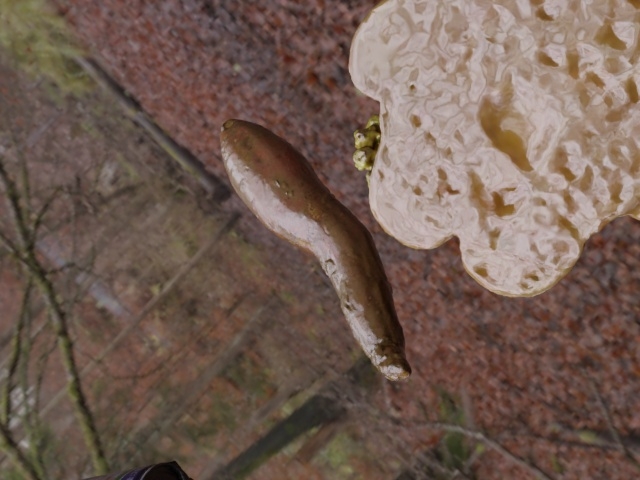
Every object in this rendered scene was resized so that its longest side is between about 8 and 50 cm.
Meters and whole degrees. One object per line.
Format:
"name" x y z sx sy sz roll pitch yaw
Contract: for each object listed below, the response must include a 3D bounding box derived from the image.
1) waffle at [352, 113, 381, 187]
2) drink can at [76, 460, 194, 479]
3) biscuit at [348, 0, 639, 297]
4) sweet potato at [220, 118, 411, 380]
"waffle" 0.189 -0.141 1.305 0.249 0.253 0.056 43 160 22
"drink can" -0.244 0.295 0.857 0.235 0.097 0.097 -19 132 27
"biscuit" 0.116 -0.113 0.365 0.202 0.288 0.044 23 -156 15
"sweet potato" 0.000 0.000 0.491 0.214 0.050 0.050 52 178 32
